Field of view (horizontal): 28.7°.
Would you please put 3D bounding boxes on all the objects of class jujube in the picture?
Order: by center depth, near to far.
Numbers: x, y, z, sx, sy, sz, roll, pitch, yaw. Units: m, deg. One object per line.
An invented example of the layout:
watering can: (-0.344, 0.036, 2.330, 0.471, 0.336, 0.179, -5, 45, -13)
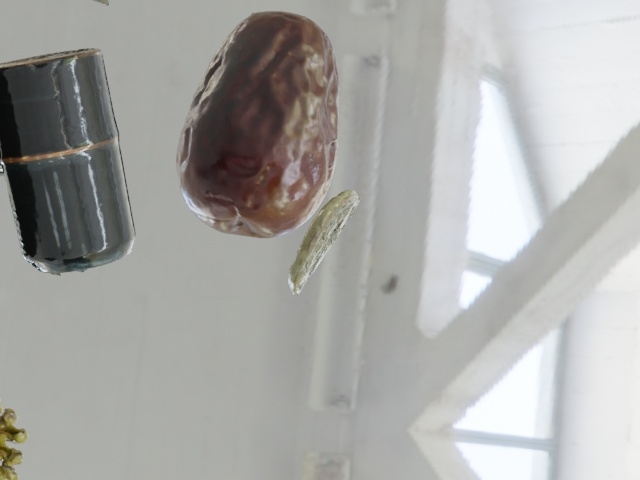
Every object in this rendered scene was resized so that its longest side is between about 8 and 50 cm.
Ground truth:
jujube: (-0.079, -0.162, 1.765, 0.223, 0.223, 0.318, 0, -110, 39)

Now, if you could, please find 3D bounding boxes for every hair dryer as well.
hair dryer: (-0.323, -0.067, 1.173, 0.352, 0.107, 0.189, -1, -76, 38)

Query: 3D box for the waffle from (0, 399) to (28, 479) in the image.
waffle: (-0.489, 0.255, 1.555, 0.228, 0.231, 0.051, 44, -39, 42)

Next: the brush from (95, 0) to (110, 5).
brush: (-0.302, -0.306, 1.396, 0.036, 0.248, 0.043, 14, -85, 18)

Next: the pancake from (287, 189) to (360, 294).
pancake: (0.000, 0.000, 1.541, 0.028, 0.158, 0.158, 31, -78, 7)
